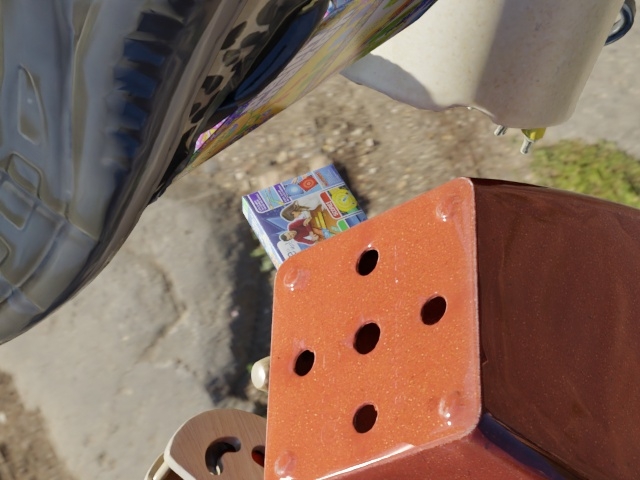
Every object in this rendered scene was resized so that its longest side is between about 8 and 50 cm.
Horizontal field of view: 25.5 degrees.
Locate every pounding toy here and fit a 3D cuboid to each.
[{"bbox_3d":[-0.052,0.212,1.191,0.155,0.154,0.270,126,142,-49],"label":"pounding toy"}]

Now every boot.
[{"bbox_3d":[-0.018,-0.127,0.486,0.138,0.284,0.377,45,134,7],"label":"boot"}]

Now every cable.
[{"bbox_3d":[0.284,-0.237,1.818,0.139,0.072,0.287,37,128,0],"label":"cable"}]

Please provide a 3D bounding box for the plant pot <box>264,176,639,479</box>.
[{"bbox_3d":[0.109,0.106,0.966,0.267,0.235,0.267,-24,50,37],"label":"plant pot"}]

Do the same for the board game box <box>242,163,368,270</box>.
[{"bbox_3d":[0.000,0.000,1.849,0.201,0.136,0.035,59,161,32],"label":"board game box"}]

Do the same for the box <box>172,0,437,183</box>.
[{"bbox_3d":[-0.054,-0.234,0.776,0.290,0.279,0.177,51,135,1],"label":"box"}]

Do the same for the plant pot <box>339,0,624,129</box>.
[{"bbox_3d":[0.142,-0.266,1.144,0.333,0.334,0.306,21,111,19],"label":"plant pot"}]
